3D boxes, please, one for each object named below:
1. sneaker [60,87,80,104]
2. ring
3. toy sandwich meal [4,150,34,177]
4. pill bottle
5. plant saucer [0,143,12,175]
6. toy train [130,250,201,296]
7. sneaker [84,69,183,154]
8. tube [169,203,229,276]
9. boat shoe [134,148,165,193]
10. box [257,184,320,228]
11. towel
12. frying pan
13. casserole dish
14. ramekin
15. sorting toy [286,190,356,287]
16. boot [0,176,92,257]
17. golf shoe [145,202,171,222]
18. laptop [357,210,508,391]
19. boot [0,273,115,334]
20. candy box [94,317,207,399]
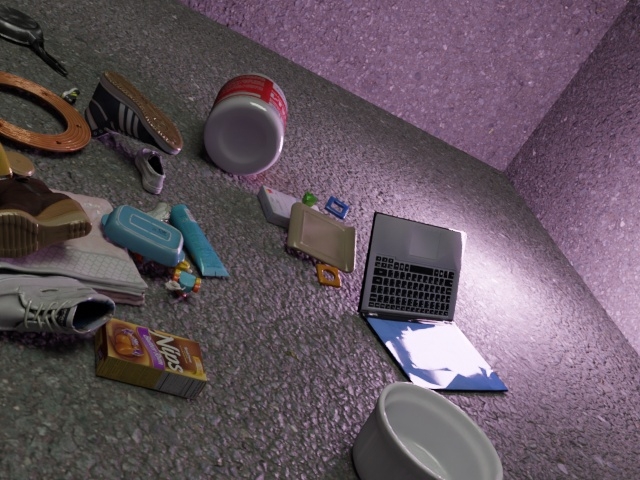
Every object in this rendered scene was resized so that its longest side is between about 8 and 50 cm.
[{"bbox_3d":[-0.658,-0.378,2.195,0.035,0.031,0.083,45,26,-6],"label":"sneaker"},{"bbox_3d":[-0.710,-0.304,1.970,0.337,0.032,0.336,27,24,-13],"label":"ring"},{"bbox_3d":[-0.650,-0.159,1.761,0.086,0.029,0.085,31,24,-16],"label":"toy sandwich meal"},{"bbox_3d":[-0.215,-0.369,2.495,0.229,0.229,0.407,28,23,-13],"label":"pill bottle"},{"bbox_3d":[-0.815,-0.261,1.641,0.333,0.081,0.333,-3,41,-46],"label":"plant saucer"},{"bbox_3d":[-0.323,0.066,1.720,0.125,0.046,0.166,3,34,-48],"label":"toy train"},{"bbox_3d":[-0.478,-0.281,2.092,0.282,0.153,0.099,45,23,10],"label":"sneaker"},{"bbox_3d":[-0.283,0.005,1.894,0.080,0.052,0.207,-1,45,-46],"label":"tube"},{"bbox_3d":[-0.422,-0.189,2.074,0.066,0.063,0.184,22,25,-25],"label":"boat shoe"},{"bbox_3d":[-0.077,-0.076,2.337,0.186,0.038,0.145,21,26,-30],"label":"box"},{"bbox_3d":[-0.520,-0.009,1.600,0.332,0.053,0.317,13,30,-42],"label":"towel"},{"bbox_3d":[-0.848,-0.581,2.332,0.197,0.053,0.326,7,31,-46],"label":"frying pan"},{"bbox_3d":[-0.359,-0.015,1.713,0.188,0.037,0.114,28,28,-17],"label":"casserole dish"},{"bbox_3d":[0.195,0.414,1.581,0.277,0.135,0.277,28,23,-13],"label":"ramekin"},{"bbox_3d":[0.000,0.000,2.239,0.196,0.047,0.347,23,40,-16],"label":"sorting toy"},{"bbox_3d":[-0.560,-0.051,1.496,0.207,0.090,0.248,30,24,37],"label":"boot"},{"bbox_3d":[-0.382,-0.045,1.839,0.086,0.069,0.176,21,24,-14],"label":"golf shoe"},{"bbox_3d":[0.313,0.162,2.137,0.382,0.407,0.236,11,-2,-43],"label":"laptop"},{"bbox_3d":[-0.453,0.108,1.349,0.123,0.095,0.258,14,12,27],"label":"boot"},{"bbox_3d":[-0.298,0.206,1.457,0.187,0.053,0.109,22,24,-29],"label":"candy box"}]
